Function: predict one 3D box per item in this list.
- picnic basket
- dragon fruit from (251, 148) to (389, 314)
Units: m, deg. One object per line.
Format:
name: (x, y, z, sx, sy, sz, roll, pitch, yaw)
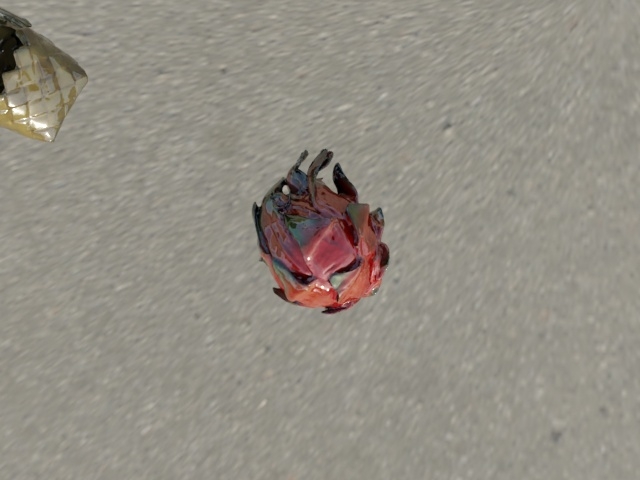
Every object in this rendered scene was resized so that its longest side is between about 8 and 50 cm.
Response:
picnic basket: (-0.359, -0.190, 1.945, 0.178, 0.138, 0.128, 20, 96, -35)
dragon fruit: (0.000, -0.002, 1.663, 0.142, 0.121, 0.130, 35, 78, 17)
